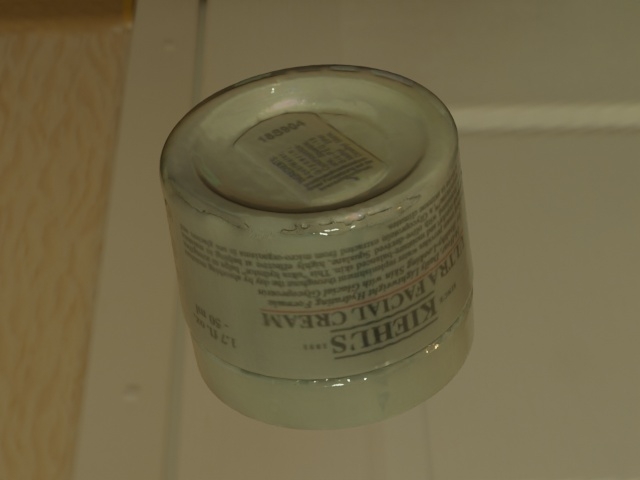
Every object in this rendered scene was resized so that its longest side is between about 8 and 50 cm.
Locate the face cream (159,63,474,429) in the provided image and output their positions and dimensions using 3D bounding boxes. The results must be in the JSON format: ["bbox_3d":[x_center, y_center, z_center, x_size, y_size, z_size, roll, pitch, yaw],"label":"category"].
[{"bbox_3d":[0.000,0.000,1.073,0.177,0.177,0.153,-6,127,3],"label":"face cream"}]
